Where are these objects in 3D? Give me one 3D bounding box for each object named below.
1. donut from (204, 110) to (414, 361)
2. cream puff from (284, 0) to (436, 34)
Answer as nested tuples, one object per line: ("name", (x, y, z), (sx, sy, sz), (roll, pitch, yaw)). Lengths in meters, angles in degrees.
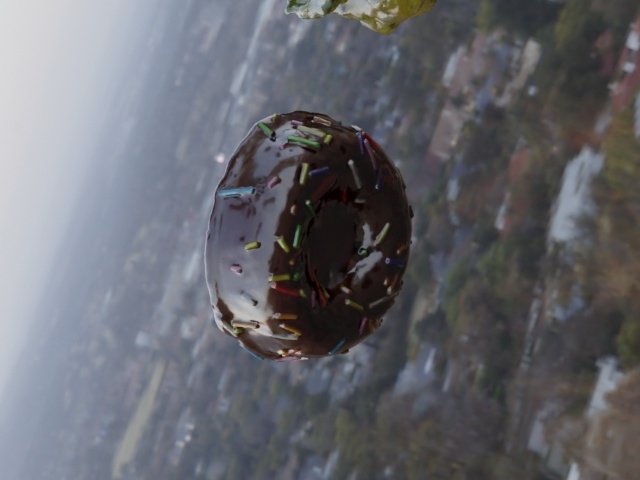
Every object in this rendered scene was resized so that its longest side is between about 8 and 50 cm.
("donut", (0.000, 0.000, 1.101), (0.089, 0.235, 0.235), (8, 77, 40))
("cream puff", (0.021, -0.341, 1.421), (0.185, 0.282, 0.282), (-57, 7, -13))
